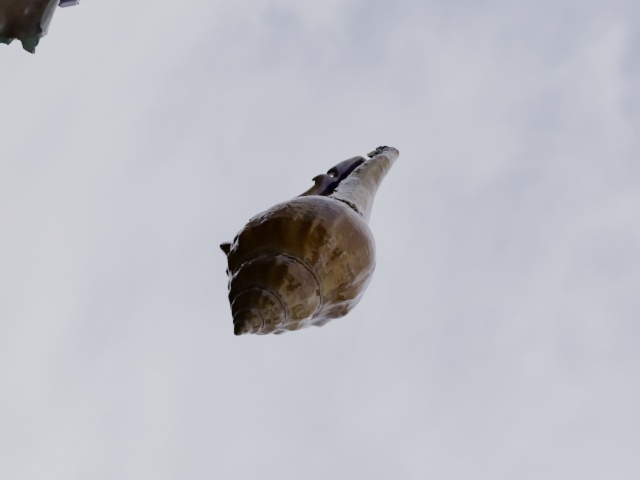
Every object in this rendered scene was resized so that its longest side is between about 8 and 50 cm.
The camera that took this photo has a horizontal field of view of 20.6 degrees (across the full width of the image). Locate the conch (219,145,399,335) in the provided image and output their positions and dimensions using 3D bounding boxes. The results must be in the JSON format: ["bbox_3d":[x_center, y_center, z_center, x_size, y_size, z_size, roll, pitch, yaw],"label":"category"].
[{"bbox_3d":[0.003,0.004,1.265,0.109,0.093,0.330,-34,-179,27],"label":"conch"}]

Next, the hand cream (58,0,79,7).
[{"bbox_3d":[-0.196,-0.231,1.334,0.142,0.084,0.053,102,10,-59],"label":"hand cream"}]

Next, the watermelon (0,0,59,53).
[{"bbox_3d":[-0.206,-0.291,0.947,0.151,0.264,0.302,-92,-155,-65],"label":"watermelon"}]
